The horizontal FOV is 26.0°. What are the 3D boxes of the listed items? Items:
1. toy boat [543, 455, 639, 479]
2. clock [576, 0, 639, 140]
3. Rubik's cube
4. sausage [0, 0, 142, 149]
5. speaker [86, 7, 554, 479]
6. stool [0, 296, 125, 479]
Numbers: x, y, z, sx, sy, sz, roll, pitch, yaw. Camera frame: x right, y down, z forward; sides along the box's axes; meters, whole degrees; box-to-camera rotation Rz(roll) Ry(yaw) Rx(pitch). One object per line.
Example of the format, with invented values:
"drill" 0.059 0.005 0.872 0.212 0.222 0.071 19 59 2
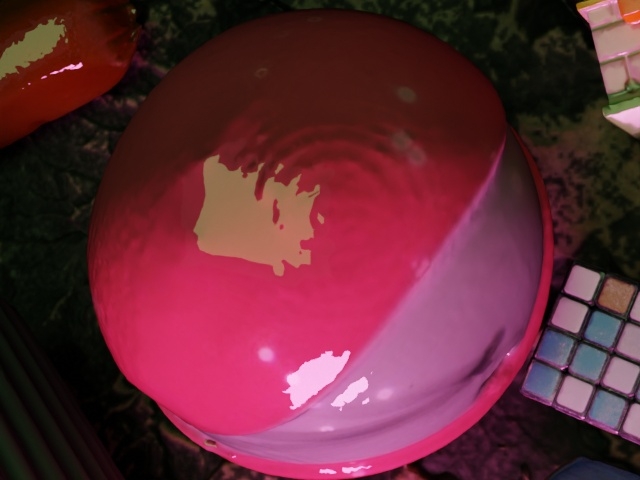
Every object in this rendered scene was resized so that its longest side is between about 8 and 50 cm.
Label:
"toy boat" 0.209 0.194 0.861 0.185 0.075 0.077 20 81 28
"clock" 0.269 -0.206 0.896 0.220 0.106 0.255 -15 80 22
"Rubik's cube" 0.194 0.075 0.879 0.092 0.092 0.092 22 90 25
"sausage" -0.302 -0.109 1.126 0.348 0.094 0.097 -27 75 16
"speaker" 0.000 0.000 0.857 0.294 0.294 0.294 -4 79 23
"stool" -0.255 0.228 0.947 0.297 0.297 0.330 -39 64 13
